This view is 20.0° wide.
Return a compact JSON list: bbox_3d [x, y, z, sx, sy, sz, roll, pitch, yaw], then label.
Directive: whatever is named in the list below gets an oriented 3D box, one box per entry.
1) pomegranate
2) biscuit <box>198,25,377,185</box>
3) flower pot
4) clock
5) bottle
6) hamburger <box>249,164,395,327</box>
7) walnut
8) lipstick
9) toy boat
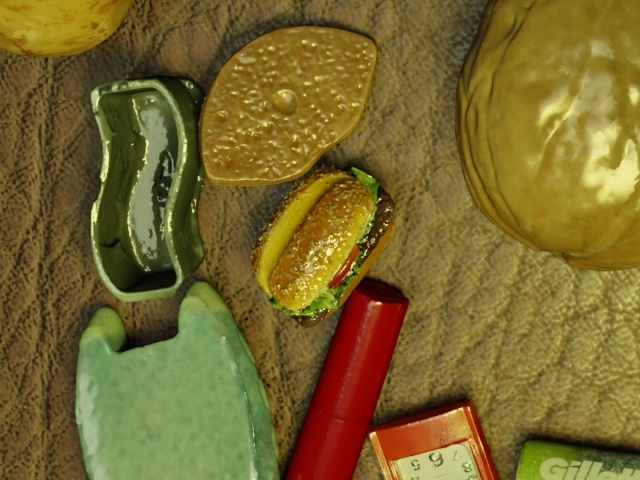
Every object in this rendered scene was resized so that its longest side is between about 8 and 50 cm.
[{"bbox_3d":[-0.269,-0.287,1.810,0.215,0.215,0.215,2,99,12],"label":"pomegranate"},{"bbox_3d":[-0.038,-0.140,1.846,0.221,0.029,0.142,-43,87,-4],"label":"biscuit"},{"bbox_3d":[-0.174,-0.057,1.880,0.103,0.108,0.229,3,101,12],"label":"flower pot"},{"bbox_3d":[0.129,0.248,1.886,0.113,0.061,0.155,-17,98,15],"label":"clock"},{"bbox_3d":[0.362,0.265,1.819,0.330,0.093,0.093,7,100,11],"label":"bottle"},{"bbox_3d":[0.000,0.000,1.832,0.166,0.087,0.137,-55,41,6],"label":"hamburger"},{"bbox_3d":[0.268,-0.131,1.696,0.277,0.252,0.313,23,93,8],"label":"walnut"},{"bbox_3d":[0.021,0.179,1.891,0.073,0.073,0.279,21,105,9],"label":"lipstick"},{"bbox_3d":[-0.139,0.215,1.928,0.215,0.123,0.330,-18,83,18],"label":"toy boat"}]
